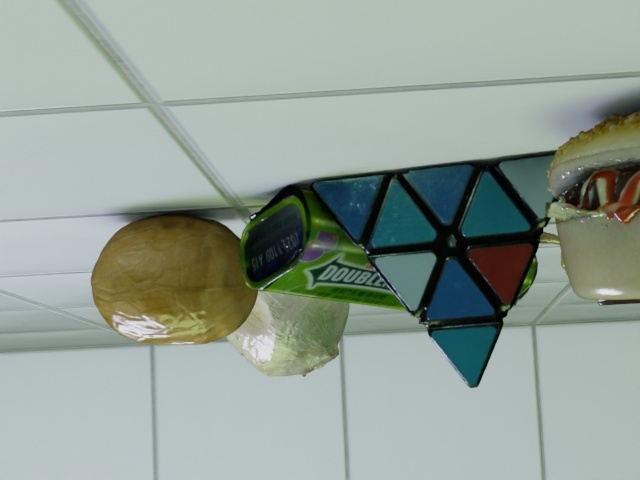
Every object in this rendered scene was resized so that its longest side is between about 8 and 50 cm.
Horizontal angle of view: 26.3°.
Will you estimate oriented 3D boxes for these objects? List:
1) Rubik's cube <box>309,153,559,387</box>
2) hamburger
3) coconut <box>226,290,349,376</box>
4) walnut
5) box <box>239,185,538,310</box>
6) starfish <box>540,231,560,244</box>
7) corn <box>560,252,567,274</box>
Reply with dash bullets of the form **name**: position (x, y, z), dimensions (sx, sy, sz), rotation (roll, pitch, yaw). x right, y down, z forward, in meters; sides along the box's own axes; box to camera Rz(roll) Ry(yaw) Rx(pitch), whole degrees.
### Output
- **Rubik's cube**: position (0.180, 0.012, 1.518), dimensions (0.284, 0.250, 0.234), rotation (-11, -172, 20)
- **hamburger**: position (0.348, -0.032, 1.212), dimensions (0.302, 0.170, 0.302), rotation (-3, 176, 0)
- **coconut**: position (-0.045, 0.106, 1.949), dimensions (0.194, 0.194, 0.194), rotation (-3, 172, 0)
- **walnut**: position (-0.173, 0.047, 1.627), dimensions (0.197, 0.165, 0.165), rotation (-5, 171, 16)
- **box**: position (0.082, 0.023, 1.577), dimensions (0.345, 0.097, 0.134), rotation (10, 142, -35)
- **starfish**: position (0.198, 0.004, 1.777), dimensions (0.277, 0.062, 0.236), rotation (-4, 170, -10)
- **corn**: position (0.390, 0.013, 1.788), dimensions (0.093, 0.093, 0.244), rotation (-1, 174, -8)
